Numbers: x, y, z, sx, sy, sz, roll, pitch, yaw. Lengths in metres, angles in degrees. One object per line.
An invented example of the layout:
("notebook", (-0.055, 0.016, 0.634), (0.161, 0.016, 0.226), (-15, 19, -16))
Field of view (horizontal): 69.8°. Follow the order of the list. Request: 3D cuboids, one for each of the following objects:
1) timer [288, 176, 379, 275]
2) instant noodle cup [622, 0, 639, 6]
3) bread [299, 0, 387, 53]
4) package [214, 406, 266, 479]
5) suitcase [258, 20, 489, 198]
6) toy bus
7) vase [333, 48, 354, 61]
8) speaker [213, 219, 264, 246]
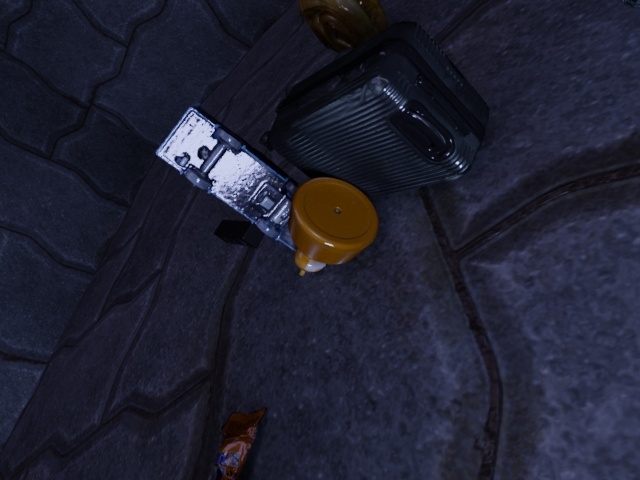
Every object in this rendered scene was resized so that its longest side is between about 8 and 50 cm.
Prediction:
("timer", (0.000, 0.000, 0.703), (0.152, 0.132, 0.132), (120, 164, -49))
("instant noodle cup", (0.381, -0.395, 0.459), (0.240, 0.178, 0.240), (-38, 32, 30))
("bread", (0.048, -0.530, 1.082), (0.120, 0.198, 0.236), (-49, 28, 0))
("package", (-0.119, 0.284, 0.636), (0.077, 0.033, 0.110), (-39, 26, 45))
("suitcase", (0.064, -0.164, 0.662), (0.312, 0.202, 0.128), (-6, 55, 55))
("toy bus", (-0.117, -0.099, 0.771), (0.106, 0.297, 0.131), (-50, 23, 8))
("vase", (0.063, -0.330, 0.963), (0.096, 0.096, 0.219), (-37, 30, 29))
("speaker", (-0.190, -0.019, 1.058), (0.191, 0.040, 0.046), (6, 64, 58))
